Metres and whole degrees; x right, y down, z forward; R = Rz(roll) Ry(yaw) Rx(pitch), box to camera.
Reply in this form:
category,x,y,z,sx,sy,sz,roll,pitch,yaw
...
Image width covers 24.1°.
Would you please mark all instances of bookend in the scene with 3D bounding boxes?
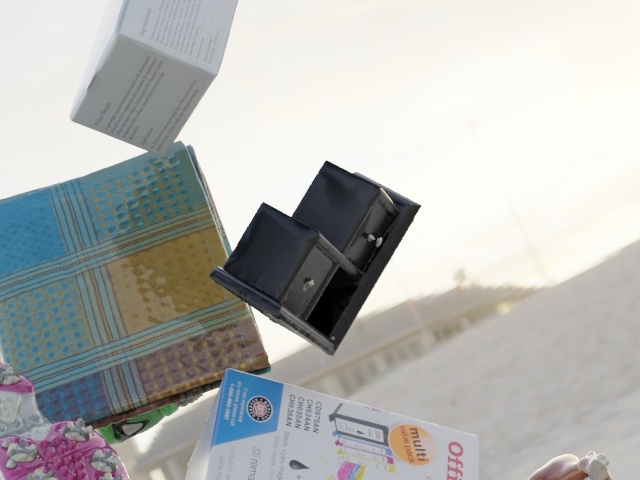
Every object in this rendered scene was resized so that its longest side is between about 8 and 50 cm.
category,x,y,z,sx,sy,sz,roll,pitch,yaw
bookend,0.000,0.000,1.260,0.157,0.072,0.156,-59,-23,-6

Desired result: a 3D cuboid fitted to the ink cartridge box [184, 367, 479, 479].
category,x,y,z,sx,sy,sz,roll,pitch,yaw
ink cartridge box,0.000,0.247,1.273,0.232,0.171,0.168,16,-45,-8

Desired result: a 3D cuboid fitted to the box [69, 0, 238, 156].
category,x,y,z,sx,sy,sz,roll,pitch,yaw
box,-0.177,-0.222,1.642,0.119,0.182,0.181,21,-34,-15

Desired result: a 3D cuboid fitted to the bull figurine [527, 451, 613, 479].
category,x,y,z,sx,sy,sz,roll,pitch,yaw
bull figurine,0.193,0.334,1.482,0.310,0.101,0.188,-52,5,-17

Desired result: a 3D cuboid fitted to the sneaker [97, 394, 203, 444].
category,x,y,z,sx,sy,sz,roll,pitch,yaw
sneaker,-0.288,0.101,1.758,0.146,0.343,0.134,-34,-41,-15

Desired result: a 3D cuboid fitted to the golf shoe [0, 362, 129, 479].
category,x,y,z,sx,sy,sz,roll,pitch,yaw
golf shoe,-0.267,0.218,1.339,0.115,0.306,0.140,-6,-64,-38

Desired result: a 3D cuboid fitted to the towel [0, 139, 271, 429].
category,x,y,z,sx,sy,sz,roll,pitch,yaw
towel,-0.224,0.050,1.618,0.271,0.370,0.040,-18,-46,-6
